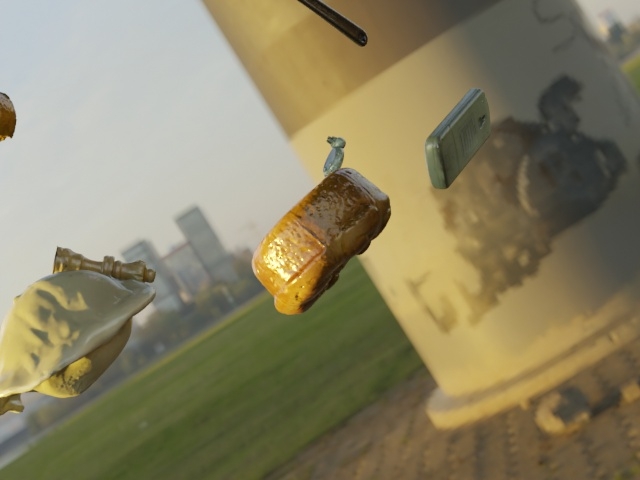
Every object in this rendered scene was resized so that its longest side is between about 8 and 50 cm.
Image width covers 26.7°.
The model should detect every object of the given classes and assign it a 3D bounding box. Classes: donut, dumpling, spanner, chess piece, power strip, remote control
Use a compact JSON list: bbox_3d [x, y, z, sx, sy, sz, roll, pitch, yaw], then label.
[{"bbox_3d":[-0.499,-0.175,1.975,0.108,0.097,0.043,-36,-23,12],"label":"donut"},{"bbox_3d":[-0.423,0.157,2.161,0.318,0.187,0.243,-37,6,15],"label":"dumpling"},{"bbox_3d":[-0.009,-0.324,1.841,0.012,0.208,0.046,-16,54,46],"label":"spanner"},{"bbox_3d":[-0.364,0.049,2.282,0.172,0.060,0.060,8,-7,-8],"label":"chess piece"},{"bbox_3d":[0.020,-0.146,2.336,0.055,0.035,0.083,-38,30,51],"label":"power strip"},{"bbox_3d":[0.001,-0.001,1.902,0.226,0.114,0.226,-45,-3,-3],"label":"donut"},{"bbox_3d":[0.240,-0.177,2.341,0.038,0.098,0.233,3,30,29],"label":"remote control"}]
